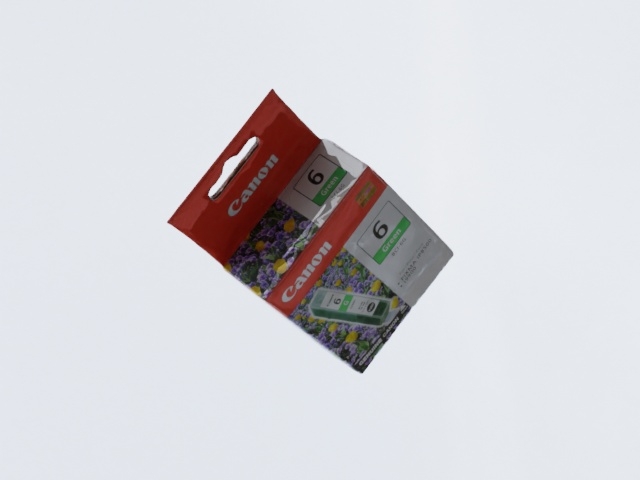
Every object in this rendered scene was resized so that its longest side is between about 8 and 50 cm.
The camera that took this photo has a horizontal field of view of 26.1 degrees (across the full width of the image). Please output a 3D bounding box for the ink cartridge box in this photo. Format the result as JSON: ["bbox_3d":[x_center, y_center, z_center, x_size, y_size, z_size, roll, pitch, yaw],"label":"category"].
[{"bbox_3d":[0.000,0.000,0.509,0.063,0.029,0.115,-52,-38,-3],"label":"ink cartridge box"}]
